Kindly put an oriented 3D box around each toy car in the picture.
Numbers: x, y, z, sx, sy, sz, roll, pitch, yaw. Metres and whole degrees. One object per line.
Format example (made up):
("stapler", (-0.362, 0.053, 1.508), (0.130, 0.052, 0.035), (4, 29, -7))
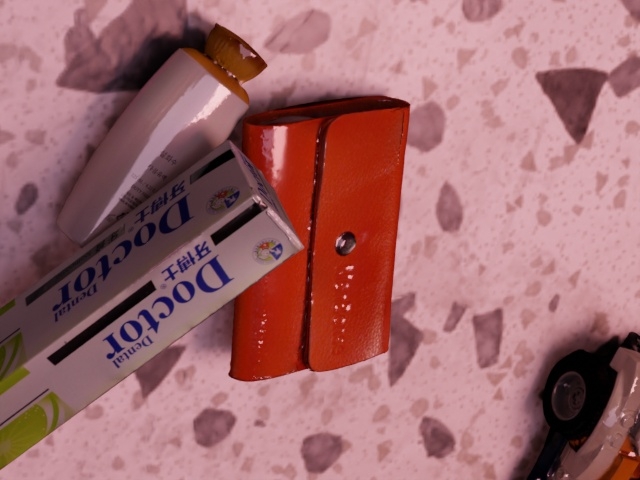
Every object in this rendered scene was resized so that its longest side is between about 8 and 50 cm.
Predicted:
("toy car", (0.251, 0.231, 1.308), (0.193, 0.118, 0.301), (19, 102, -30))

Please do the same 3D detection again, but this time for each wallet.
("wallet", (0.000, 0.000, 1.136), (0.142, 0.045, 0.204), (-11, 115, -34))

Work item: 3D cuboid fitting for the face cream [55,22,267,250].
("face cream", (-0.110, -0.068, 1.071), (0.072, 0.051, 0.182), (37, 93, -33))

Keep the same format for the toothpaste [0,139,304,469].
("toothpaste", (-0.170, 0.065, 1.042), (0.336, 0.081, 0.067), (-37, 127, 6))
